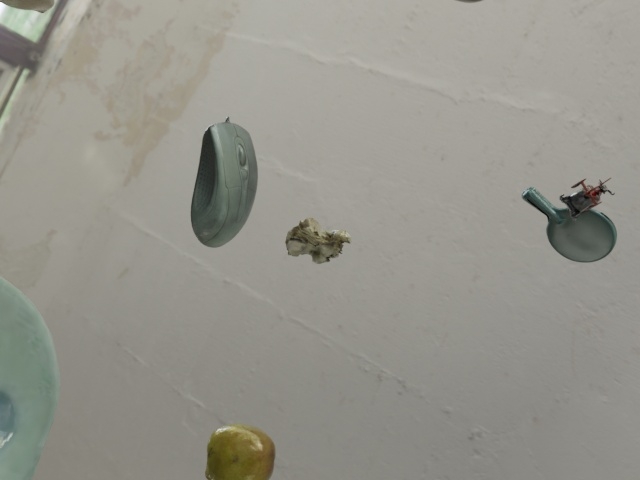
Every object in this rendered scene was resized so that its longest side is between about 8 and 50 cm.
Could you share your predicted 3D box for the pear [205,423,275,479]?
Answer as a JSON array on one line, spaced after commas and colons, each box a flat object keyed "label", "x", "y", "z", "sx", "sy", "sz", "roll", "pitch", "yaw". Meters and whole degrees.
[{"label": "pear", "x": -0.223, "y": 0.609, "z": 1.746, "sx": 0.200, "sy": 0.200, "sz": 0.200, "roll": -19, "pitch": -120, "yaw": 36}]

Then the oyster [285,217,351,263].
[{"label": "oyster", "x": 0.000, "y": 0.000, "z": 1.534, "sx": 0.191, "sy": 0.163, "sz": 0.081, "roll": 5, "pitch": -115, "yaw": 33}]

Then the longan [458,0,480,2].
[{"label": "longan", "x": 0.290, "y": -0.579, "z": 1.159, "sx": 0.246, "sy": 0.215, "sz": 0.246, "roll": -4, "pitch": -97, "yaw": 42}]

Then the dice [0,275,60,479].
[{"label": "dice", "x": -0.424, "y": 0.151, "z": 0.553, "sx": 0.268, "sy": 0.262, "sz": 0.265, "roll": -13, "pitch": -131, "yaw": 29}]

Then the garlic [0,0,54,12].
[{"label": "garlic", "x": -0.625, "y": -0.526, "z": 1.224, "sx": 0.318, "sy": 0.143, "sz": 0.112, "roll": -96, "pitch": -151, "yaw": -81}]

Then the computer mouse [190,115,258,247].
[{"label": "computer mouse", "x": -0.255, "y": -0.160, "z": 1.748, "sx": 0.121, "sy": 0.188, "sz": 0.371, "roll": 8, "pitch": -85, "yaw": 31}]

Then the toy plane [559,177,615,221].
[{"label": "toy plane", "x": 0.343, "y": -0.057, "z": 0.804, "sx": 0.060, "sy": 0.145, "sz": 0.037, "roll": -31, "pitch": -102, "yaw": 16}]

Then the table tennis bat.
[{"label": "table tennis bat", "x": 0.475, "y": -0.034, "z": 1.214, "sx": 0.033, "sy": 0.201, "sz": 0.124, "roll": -49, "pitch": 176, "yaw": -46}]
